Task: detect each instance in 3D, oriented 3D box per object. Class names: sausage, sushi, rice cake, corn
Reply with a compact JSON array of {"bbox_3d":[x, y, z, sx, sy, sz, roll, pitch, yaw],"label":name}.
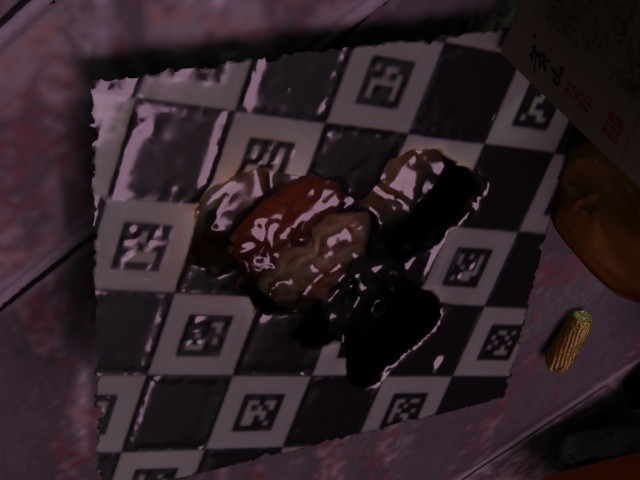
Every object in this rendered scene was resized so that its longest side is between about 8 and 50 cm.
[{"bbox_3d":[0.270,-0.012,0.971,0.241,0.136,0.120,13,130,-44],"label":"sausage"},{"bbox_3d":[0.000,0.000,0.860,0.339,0.069,0.320,-11,126,-24],"label":"sushi"},{"bbox_3d":[0.369,0.215,1.396,0.226,0.040,0.085,-11,162,-2],"label":"rice cake"},{"bbox_3d":[0.233,0.098,1.199,0.028,0.027,0.083,-24,149,-35],"label":"corn"}]

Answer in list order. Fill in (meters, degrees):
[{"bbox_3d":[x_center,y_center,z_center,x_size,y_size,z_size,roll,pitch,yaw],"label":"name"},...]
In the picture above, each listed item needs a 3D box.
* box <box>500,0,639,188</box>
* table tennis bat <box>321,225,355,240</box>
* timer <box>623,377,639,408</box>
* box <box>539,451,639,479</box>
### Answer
[{"bbox_3d":[0.194,-0.111,0.704,0.058,0.201,0.141,-4,128,-31],"label":"box"},{"bbox_3d":[0.044,0.024,0.974,0.220,0.019,0.130,-6,141,-26],"label":"table tennis bat"},{"bbox_3d":[0.430,0.138,1.353,0.187,0.055,0.144,-1,161,-34],"label":"timer"},{"bbox_3d":[0.400,0.321,1.434,0.225,0.143,0.341,-18,157,17],"label":"box"}]
